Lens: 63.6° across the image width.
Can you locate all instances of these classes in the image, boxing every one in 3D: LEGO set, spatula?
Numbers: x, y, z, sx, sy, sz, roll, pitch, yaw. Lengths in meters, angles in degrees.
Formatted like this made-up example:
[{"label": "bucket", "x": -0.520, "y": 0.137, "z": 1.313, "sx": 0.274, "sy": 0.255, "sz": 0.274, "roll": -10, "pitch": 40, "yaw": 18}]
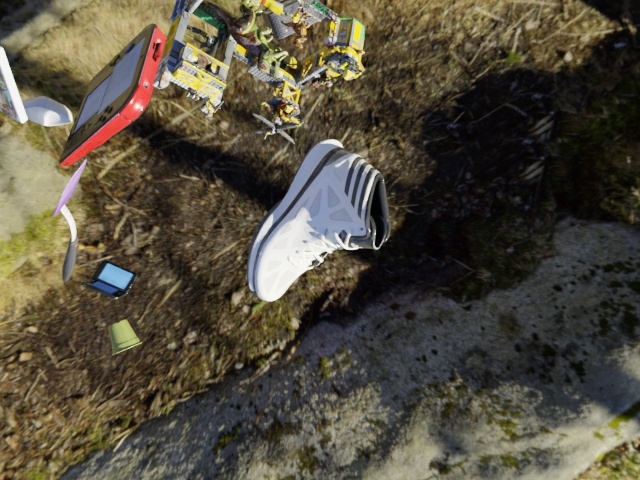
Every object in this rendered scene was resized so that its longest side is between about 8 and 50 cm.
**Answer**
[{"label": "LEGO set", "x": -0.097, "y": -0.276, "z": 0.803, "sx": 0.331, "sy": 0.255, "sz": 0.192, "roll": 27, "pitch": 65, "yaw": -42}, {"label": "spatula", "x": -0.477, "y": -0.021, "z": 0.980, "sx": 0.030, "sy": 0.084, "sz": 0.296, "roll": 16, "pitch": 129, "yaw": -9}]

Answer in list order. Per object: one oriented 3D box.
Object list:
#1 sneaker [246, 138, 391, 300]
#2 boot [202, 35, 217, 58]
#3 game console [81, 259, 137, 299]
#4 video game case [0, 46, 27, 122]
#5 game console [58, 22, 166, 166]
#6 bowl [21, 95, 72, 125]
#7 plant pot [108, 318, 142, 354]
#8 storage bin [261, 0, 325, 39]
[{"label": "sneaker", "x": 0.000, "y": -0.001, "z": 1.240, "sx": 0.257, "sy": 0.169, "sz": 0.447, "roll": 37, "pitch": 105, "yaw": 34}, {"label": "boot", "x": -0.431, "y": -0.638, "z": 1.788, "sx": 0.137, "sy": 0.077, "sz": 0.198, "roll": 21, "pitch": 110, "yaw": -28}, {"label": "game console", "x": -0.654, "y": 0.121, "z": 1.603, "sx": 0.122, "sy": 0.107, "sz": 0.071, "roll": 23, "pitch": 97, "yaw": 1}, {"label": "video game case", "x": -0.780, "y": -0.391, "z": 1.195, "sx": 0.183, "sy": 0.201, "sz": 0.023, "roll": 29, "pitch": 52, "yaw": 10}, {"label": "game console", "x": -0.579, "y": -0.413, "z": 1.435, "sx": 0.342, "sy": 0.386, "sz": 0.060, "roll": -24, "pitch": 137, "yaw": 25}, {"label": "bowl", "x": -0.922, "y": -0.436, "z": 1.728, "sx": 0.142, "sy": 0.142, "sz": 0.053, "roll": -2, "pitch": 79, "yaw": 23}, {"label": "plant pot", "x": -0.547, "y": 0.263, "z": 1.424, "sx": 0.083, "sy": 0.083, "sz": 0.079, "roll": -23, "pitch": 86, "yaw": -4}, {"label": "storage bin", "x": -0.091, "y": -0.742, "z": 1.691, "sx": 0.180, "sy": 0.122, "sz": 0.084, "roll": -27, "pitch": 124, "yaw": -7}]
